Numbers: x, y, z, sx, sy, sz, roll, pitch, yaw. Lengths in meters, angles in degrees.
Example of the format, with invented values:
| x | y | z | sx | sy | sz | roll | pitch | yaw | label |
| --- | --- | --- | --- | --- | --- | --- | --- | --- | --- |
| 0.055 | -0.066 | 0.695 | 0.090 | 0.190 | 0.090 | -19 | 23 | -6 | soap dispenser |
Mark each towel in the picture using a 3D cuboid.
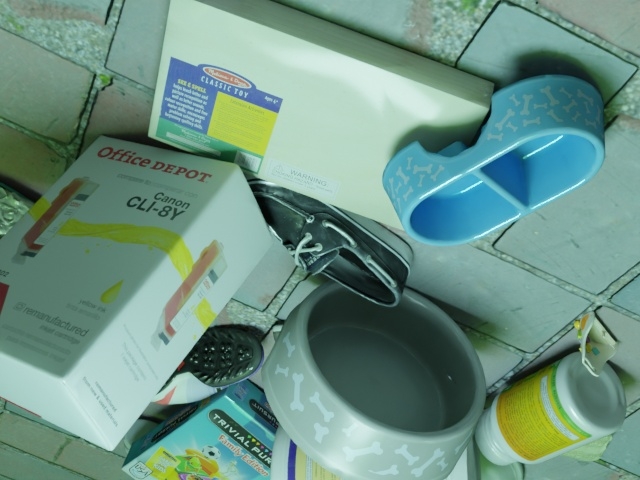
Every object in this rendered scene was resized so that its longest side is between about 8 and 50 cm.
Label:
| x | y | z | sx | sy | sz | roll | pitch | yaw | label |
| --- | --- | --- | --- | --- | --- | --- | --- | --- | --- |
| 0.435 | 0.352 | 1.805 | 0.148 | 0.027 | 0.110 | 11 | 141 | 8 | towel |

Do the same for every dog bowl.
| x | y | z | sx | sy | sz | roll | pitch | yaw | label |
| --- | --- | --- | --- | --- | --- | --- | --- | --- | --- |
| 0.090 | 0.197 | 1.511 | 0.348 | 0.349 | 0.102 | 23 | 129 | -7 | dog bowl |
| 0.215 | -0.087 | 1.249 | 0.297 | 0.074 | 0.166 | -30 | 140 | 29 | dog bowl |

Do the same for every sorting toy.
| x | y | z | sx | sy | sz | roll | pitch | yaw | label |
| --- | --- | --- | --- | --- | --- | --- | --- | --- | --- |
| 0.412 | 0.164 | 1.543 | 0.044 | 0.075 | 0.083 | -18 | 130 | 37 | sorting toy |

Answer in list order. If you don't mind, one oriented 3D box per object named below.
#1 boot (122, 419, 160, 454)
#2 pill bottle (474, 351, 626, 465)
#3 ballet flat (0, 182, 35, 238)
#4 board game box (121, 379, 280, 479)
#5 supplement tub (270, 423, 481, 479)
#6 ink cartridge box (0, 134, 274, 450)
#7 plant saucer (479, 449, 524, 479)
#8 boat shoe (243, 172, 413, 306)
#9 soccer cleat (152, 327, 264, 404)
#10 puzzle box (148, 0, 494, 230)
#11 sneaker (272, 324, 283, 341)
| x | y | z | sx | sy | sz | roll | pitch | yaw | label |
| --- | --- | --- | --- | --- | --- | --- | --- | --- | --- |
| -0.304 | 0.464 | 2.198 | 0.258 | 0.095 | 0.123 | 23 | 152 | 0 | boot |
| 0.365 | 0.285 | 1.661 | 0.136 | 0.136 | 0.245 | 31 | 141 | -16 | pill bottle |
| -0.421 | 0.039 | 1.671 | 0.408 | 0.147 | 0.147 | 25 | 142 | -10 | ballet flat |
| -0.194 | 0.433 | 2.019 | 0.254 | 0.079 | 0.336 | 42 | 123 | -16 | board game box |
| 0.100 | 0.407 | 1.750 | 0.331 | 0.241 | 0.241 | -4 | 138 | 15 | supplement tub |
| -0.291 | 0.050 | 1.386 | 0.279 | 0.385 | 0.160 | 15 | 143 | 32 | ink cartridge box |
| 0.190 | 0.459 | 1.975 | 0.400 | 0.101 | 0.400 | 10 | 141 | 9 | plant saucer |
| 0.000 | 0.000 | 1.480 | 0.301 | 0.102 | 0.108 | 33 | 140 | -19 | boat shoe |
| -0.206 | 0.238 | 1.874 | 0.318 | 0.109 | 0.116 | -21 | 150 | 35 | soccer cleat |
| -0.013 | -0.169 | 1.320 | 0.408 | 0.052 | 0.272 | 20 | 143 | -3 | puzzle box |
| -0.045 | 0.210 | 1.787 | 0.061 | 0.065 | 0.158 | -3 | 138 | 25 | sneaker |
